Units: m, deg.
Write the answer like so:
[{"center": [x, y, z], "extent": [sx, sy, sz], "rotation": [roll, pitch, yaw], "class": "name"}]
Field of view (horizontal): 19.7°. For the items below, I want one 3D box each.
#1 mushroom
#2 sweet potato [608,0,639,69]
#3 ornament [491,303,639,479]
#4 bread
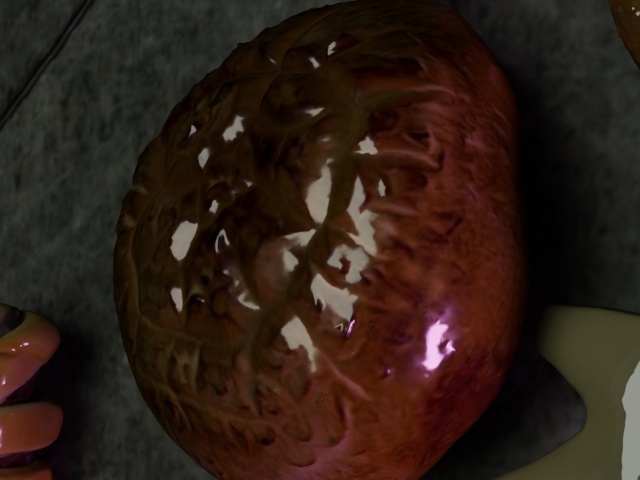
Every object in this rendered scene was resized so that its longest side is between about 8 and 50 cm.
[{"center": [0.000, 0.000, 0.879], "extent": [0.253, 0.153, 0.253], "rotation": [-28, 50, 39], "class": "mushroom"}, {"center": [0.190, -0.054, 0.784], "extent": [0.066, 0.072, 0.314], "rotation": [-37, 56, 13], "class": "sweet potato"}, {"center": [0.107, 0.154, 0.819], "extent": [0.245, 0.061, 0.230], "rotation": [-39, 58, 32], "class": "ornament"}, {"center": [-0.210, 0.146, 1.076], "extent": [0.134, 0.081, 0.225], "rotation": [11, 91, 46], "class": "bread"}]
